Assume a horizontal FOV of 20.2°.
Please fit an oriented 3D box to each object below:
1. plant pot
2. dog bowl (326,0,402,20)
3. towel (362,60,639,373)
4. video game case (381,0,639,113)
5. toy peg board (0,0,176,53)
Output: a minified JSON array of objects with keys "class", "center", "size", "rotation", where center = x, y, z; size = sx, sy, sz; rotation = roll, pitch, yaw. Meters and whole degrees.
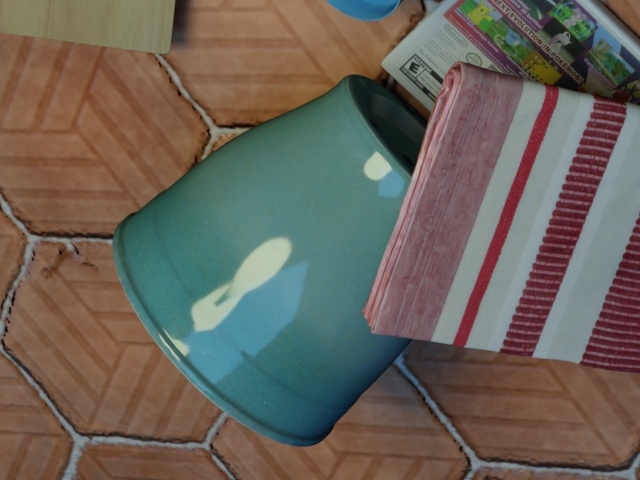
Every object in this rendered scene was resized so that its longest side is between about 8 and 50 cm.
[{"class":"plant pot","center":[0.000,0.000,1.596],"size":[0.272,0.271,0.255],"rotation":[44,109,-10]},{"class":"dog bowl","center":[0.018,-0.328,1.460],"size":[0.166,0.074,0.297],"rotation":[16,131,53]},{"class":"towel","center":[0.213,-0.010,1.519],"size":[0.329,0.037,0.237],"rotation":[10,110,-26]},{"class":"video game case","center":[0.184,-0.147,1.579],"size":[0.201,0.023,0.183],"rotation":[43,123,-8]},{"class":"toy peg board","center":[-0.205,-0.266,1.620],"size":[0.161,0.079,0.161],"rotation":[7,123,-4]}]
